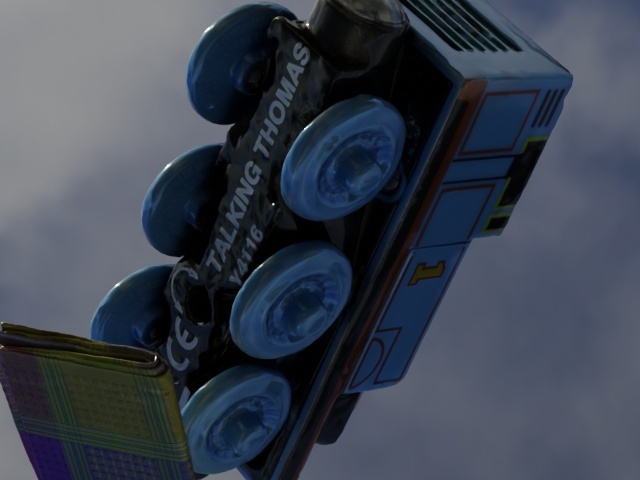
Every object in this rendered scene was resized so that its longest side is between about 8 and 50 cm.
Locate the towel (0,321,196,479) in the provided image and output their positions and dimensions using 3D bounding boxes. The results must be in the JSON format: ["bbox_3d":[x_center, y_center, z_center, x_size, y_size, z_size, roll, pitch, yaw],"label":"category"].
[{"bbox_3d":[-0.063,0.061,0.587,0.060,0.083,0.009,7,-140,24],"label":"towel"}]

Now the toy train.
[{"bbox_3d":[0.000,0.000,0.621,0.105,0.184,0.080,-4,-142,-40],"label":"toy train"}]
